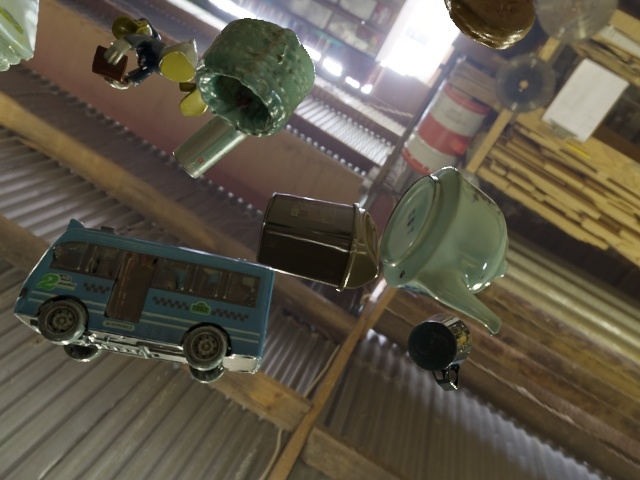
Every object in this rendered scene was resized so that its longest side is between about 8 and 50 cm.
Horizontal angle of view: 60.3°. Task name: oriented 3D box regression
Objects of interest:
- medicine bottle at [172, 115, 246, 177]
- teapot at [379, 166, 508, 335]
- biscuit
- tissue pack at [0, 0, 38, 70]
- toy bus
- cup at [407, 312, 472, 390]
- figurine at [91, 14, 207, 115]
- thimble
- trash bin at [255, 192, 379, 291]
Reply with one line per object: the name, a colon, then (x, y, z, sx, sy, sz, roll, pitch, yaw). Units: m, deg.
medicine bottle: (-0.291, -0.343, 1.713, 0.110, 0.352, 0.110, 51, -178, -2)
teapot: (0.163, 0.004, 0.665, 0.159, 0.159, 0.231, 24, -137, -11)
biscuit: (0.311, -0.499, 0.932, 0.394, 0.076, 0.368, -42, -97, -20)
tissue pack: (-0.564, -0.450, 0.811, 0.287, 0.162, 0.387, 52, -163, -54)
toy bus: (-0.177, 0.069, 0.593, 0.247, 0.113, 0.134, 12, -113, -5)
cup: (0.271, 0.252, 1.243, 0.155, 0.131, 0.176, 17, -122, -66)
figurine: (-0.482, -0.499, 1.520, 0.284, 0.204, 0.338, -18, -127, -13)
thimble: (-0.124, -0.307, 1.037, 0.198, 0.143, 0.235, 39, 157, -19)
trash bin: (0.000, 0.000, 1.348, 0.291, 0.182, 0.209, 13, -146, -3)
